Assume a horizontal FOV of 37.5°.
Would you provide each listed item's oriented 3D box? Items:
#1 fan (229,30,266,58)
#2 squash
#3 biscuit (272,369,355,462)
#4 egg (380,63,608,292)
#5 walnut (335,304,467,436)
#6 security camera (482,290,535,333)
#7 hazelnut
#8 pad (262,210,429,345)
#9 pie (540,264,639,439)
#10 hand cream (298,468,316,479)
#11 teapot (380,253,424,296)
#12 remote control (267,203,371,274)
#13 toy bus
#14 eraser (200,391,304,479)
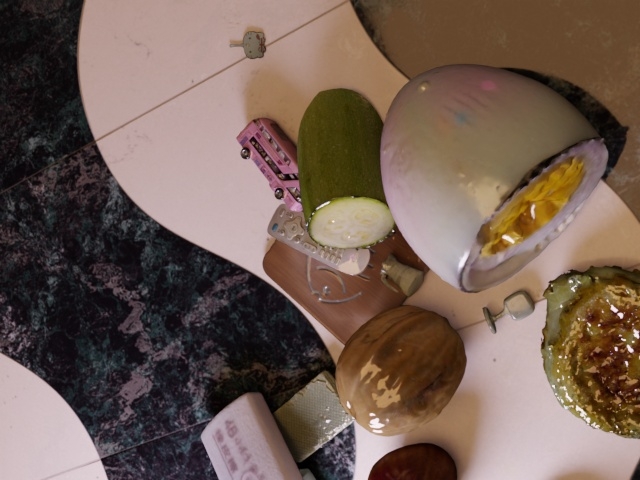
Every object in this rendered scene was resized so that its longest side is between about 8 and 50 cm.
[{"bbox_3d":[-0.148,-0.394,1.909,0.083,0.004,0.056,1,99,23],"label":"fan"},{"bbox_3d":[0.048,-0.135,1.810,0.189,0.189,0.260,-25,52,25],"label":"squash"},{"bbox_3d":[-0.018,0.365,1.941,0.121,0.040,0.199,52,122,10],"label":"biscuit"},{"bbox_3d":[0.251,-0.140,1.601,0.340,0.354,0.354,48,114,26],"label":"egg"},{"bbox_3d":[0.149,0.238,1.762,0.225,0.225,0.261,40,78,13],"label":"walnut"},{"bbox_3d":[0.353,0.131,1.758,0.092,0.058,0.058,-24,88,12],"label":"security camera"},{"bbox_3d":[0.177,0.486,1.820,0.178,0.178,0.204,46,104,10],"label":"hazelnut"},{"bbox_3d":[0.050,0.040,1.884,0.286,0.018,0.284,42,111,13],"label":"pad"},{"bbox_3d":[0.543,0.196,1.652,0.355,0.103,0.288,24,113,16],"label":"pie"},{"bbox_3d":[0.012,0.627,1.979,0.109,0.067,0.320,-26,92,26],"label":"hand cream"},{"bbox_3d":[0.150,0.067,1.809,0.083,0.067,0.057,36,155,22],"label":"teapot"},{"bbox_3d":[0.000,0.000,1.869,0.229,0.044,0.073,26,91,24],"label":"remote control"},{"bbox_3d":[-0.083,-0.154,1.878,0.090,0.063,0.203,-45,73,24],"label":"toy bus"},{"bbox_3d":[-0.133,0.471,1.942,0.174,0.095,0.270,-45,57,26],"label":"eraser"}]
